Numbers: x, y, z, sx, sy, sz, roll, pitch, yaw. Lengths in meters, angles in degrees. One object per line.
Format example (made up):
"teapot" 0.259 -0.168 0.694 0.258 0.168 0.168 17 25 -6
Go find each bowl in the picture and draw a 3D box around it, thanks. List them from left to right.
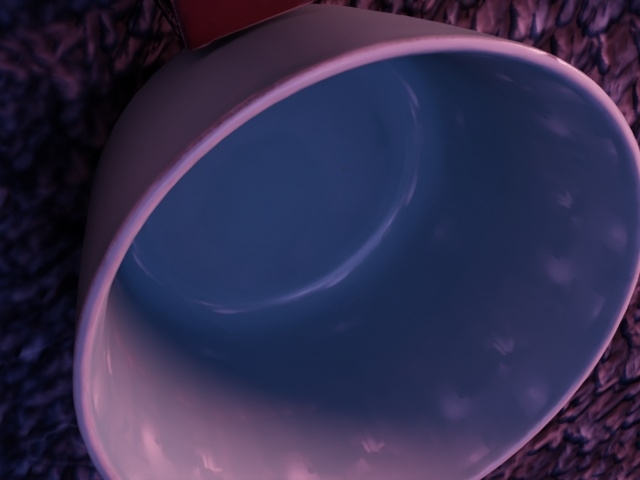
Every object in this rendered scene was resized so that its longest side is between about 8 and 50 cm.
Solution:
"bowl" 0.000 0.000 0.689 0.311 0.163 0.311 -14 128 -19

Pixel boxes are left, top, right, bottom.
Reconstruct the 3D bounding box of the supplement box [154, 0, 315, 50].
"supplement box" -0.040 -0.219 0.567 0.130 0.073 0.239 -22 130 -11
